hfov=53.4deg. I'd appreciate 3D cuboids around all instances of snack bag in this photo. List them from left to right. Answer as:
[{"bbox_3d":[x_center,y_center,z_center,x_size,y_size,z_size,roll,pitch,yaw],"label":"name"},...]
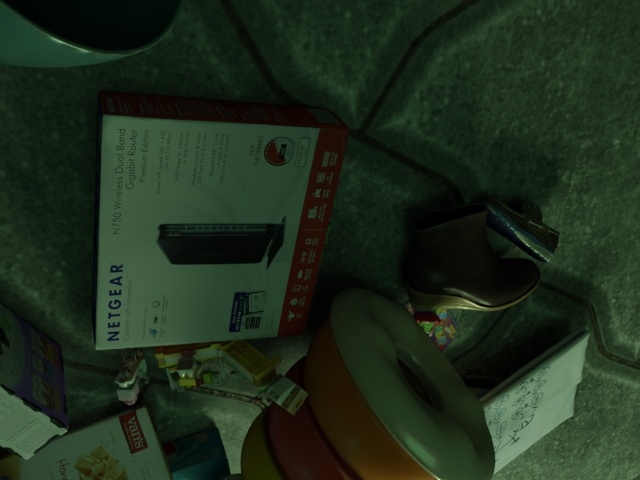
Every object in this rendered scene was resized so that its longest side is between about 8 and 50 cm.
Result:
[{"bbox_3d":[0.427,0.363,1.322,0.323,0.037,0.342,-30,136,-17],"label":"snack bag"}]

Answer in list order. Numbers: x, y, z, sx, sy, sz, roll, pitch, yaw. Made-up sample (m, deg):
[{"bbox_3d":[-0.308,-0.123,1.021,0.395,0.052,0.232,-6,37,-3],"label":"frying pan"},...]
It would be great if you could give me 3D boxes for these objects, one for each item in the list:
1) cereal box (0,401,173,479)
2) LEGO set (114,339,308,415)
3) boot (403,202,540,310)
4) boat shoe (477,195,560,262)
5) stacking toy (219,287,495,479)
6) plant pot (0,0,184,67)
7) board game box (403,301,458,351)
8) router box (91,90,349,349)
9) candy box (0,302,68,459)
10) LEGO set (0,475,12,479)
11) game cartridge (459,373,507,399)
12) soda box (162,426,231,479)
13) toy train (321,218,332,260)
[{"bbox_3d":[-0.357,0.375,0.982,0.240,0.047,0.173,-19,90,-11],"label":"cereal box"},{"bbox_3d":[-0.146,0.208,0.942,0.287,0.132,0.107,4,126,13],"label":"LEGO set"},{"bbox_3d":[0.260,0.026,1.035,0.248,0.090,0.207,-11,137,-8],"label":"boot"},{"bbox_3d":[0.334,-0.033,1.068,0.183,0.066,0.066,33,84,-31],"label":"boat shoe"},{"bbox_3d":[-0.003,0.337,1.011,0.480,0.350,0.351,-41,128,16],"label":"stacking toy"},{"bbox_3d":[-0.282,-0.270,0.533,0.195,0.290,0.290,-11,135,29],"label":"plant pot"},{"bbox_3d":[0.187,0.176,1.153,0.133,0.033,0.168,-35,129,1],"label":"board game box"},{"bbox_3d":[-0.143,-0.016,0.852,0.301,0.082,0.335,-1,122,-23],"label":"router box"},{"bbox_3d":[-0.413,0.152,0.791,0.070,0.165,0.196,-37,127,0],"label":"candy box"},{"bbox_3d":[-0.496,0.318,0.897,0.227,0.087,0.093,32,91,7],"label":"LEGO set"},{"bbox_3d":[0.248,0.358,1.287,0.297,0.062,0.198,11,120,-29],"label":"game cartridge"},{"bbox_3d":[-0.263,0.393,1.076,0.210,0.067,0.071,-15,125,-15],"label":"soda box"},{"bbox_3d":[0.000,0.000,0.967,0.024,0.017,0.083,-4,123,-33],"label":"toy train"}]
